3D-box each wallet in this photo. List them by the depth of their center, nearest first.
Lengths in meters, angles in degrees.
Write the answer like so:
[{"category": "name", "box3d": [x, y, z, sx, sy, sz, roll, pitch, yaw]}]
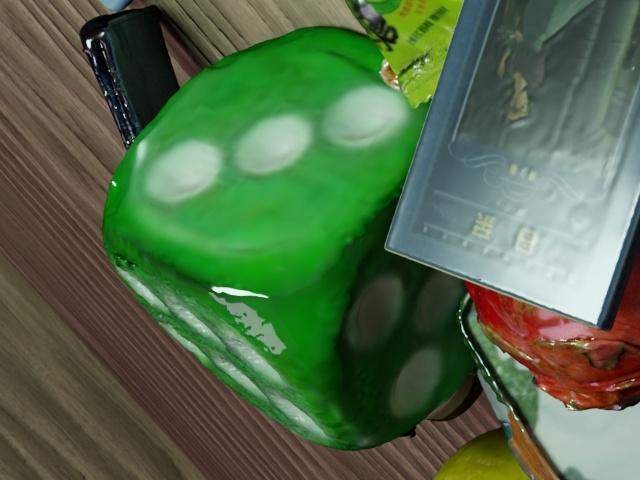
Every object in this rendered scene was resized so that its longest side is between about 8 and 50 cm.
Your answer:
[{"category": "wallet", "box3d": [-0.151, -0.062, 1.819, 0.190, 0.046, 0.379, -60, -49, -75]}]

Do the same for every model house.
[{"category": "model house", "box3d": [0.258, 0.150, 1.578, 0.271, 0.190, 0.301, 57, 174, 15]}]

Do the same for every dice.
[{"category": "dice", "box3d": [0.000, 0.000, 1.606, 0.297, 0.300, 0.287, 27, 157, 37]}]

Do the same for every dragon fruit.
[{"category": "dragon fruit", "box3d": [0.215, 0.001, 1.299, 0.241, 0.241, 0.252, 33, 158, 26]}]

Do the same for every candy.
[{"category": "candy", "box3d": [0.051, -0.229, 1.355, 0.246, 0.069, 0.149, 60, 147, 8]}]

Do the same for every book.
[{"category": "book", "box3d": [0.160, -0.093, 1.191, 0.191, 0.269, 0.025, 22, -174, 39]}]

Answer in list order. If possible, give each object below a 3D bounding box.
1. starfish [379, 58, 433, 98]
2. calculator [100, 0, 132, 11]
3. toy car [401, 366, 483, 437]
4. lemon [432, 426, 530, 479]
[{"category": "starfish", "box3d": [0.116, -0.172, 1.407, 0.150, 0.053, 0.210, 54, 151, -1]}, {"category": "calculator", "box3d": [-0.224, -0.303, 1.787, 0.121, 0.039, 0.210, 47, 160, -7]}, {"category": "toy car", "box3d": [0.076, 0.105, 1.862, 0.248, 0.204, 0.198, 8, 178, 27]}, {"category": "lemon", "box3d": [0.253, 0.351, 1.816, 0.348, 0.348, 0.348, 37, 159, 16]}]
